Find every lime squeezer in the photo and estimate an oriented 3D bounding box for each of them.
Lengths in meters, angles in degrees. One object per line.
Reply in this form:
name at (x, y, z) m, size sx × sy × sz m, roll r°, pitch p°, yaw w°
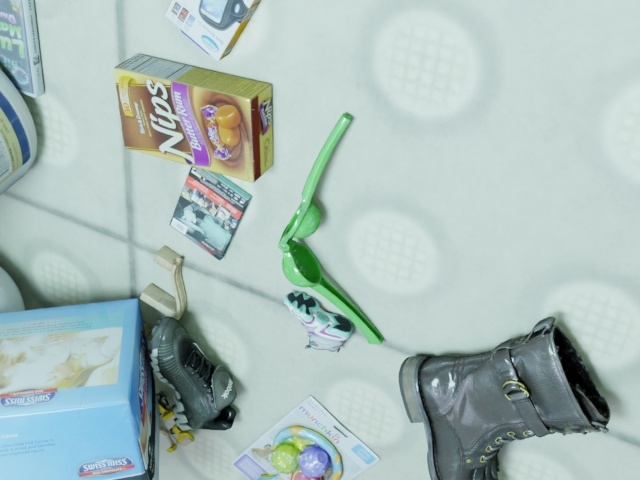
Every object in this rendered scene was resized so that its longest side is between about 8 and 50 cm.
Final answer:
lime squeezer at (0.000, 0.000, 1.021) m, size 0.109 × 0.059 × 0.310 m, roll 7°, pitch 123°, yaw 27°

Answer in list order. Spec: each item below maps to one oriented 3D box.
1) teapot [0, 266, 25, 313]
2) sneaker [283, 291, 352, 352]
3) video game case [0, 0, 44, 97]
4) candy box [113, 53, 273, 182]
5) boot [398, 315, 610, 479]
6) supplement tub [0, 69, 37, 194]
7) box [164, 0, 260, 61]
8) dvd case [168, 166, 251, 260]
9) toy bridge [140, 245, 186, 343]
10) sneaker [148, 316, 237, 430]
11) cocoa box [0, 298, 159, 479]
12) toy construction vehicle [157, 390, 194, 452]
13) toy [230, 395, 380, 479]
teapot at (-0.567, 0.120, 1.358) m, size 0.252 × 0.187 × 0.256 m, roll -5°, pitch 101°, yaw 3°
sneaker at (-0.012, 0.114, 1.116) m, size 0.098 × 0.038 × 0.069 m, roll 32°, pitch 130°, yaw 8°
video game case at (-0.445, -0.289, 1.110) m, size 0.190 × 0.022 × 0.173 m, roll 20°, pitch 129°, yaw 18°
candy box at (-0.149, -0.145, 1.014) m, size 0.186 × 0.053 × 0.109 m, roll 17°, pitch 128°, yaw 22°
boot at (0.229, 0.222, 1.013) m, size 0.229 × 0.091 × 0.263 m, roll -15°, pitch 110°, yaw 37°
supplement tub at (-0.542, -0.091, 1.086) m, size 0.228 × 0.316 × 0.228 m, roll 19°, pitch 137°, yaw 19°
box at (-0.114, -0.259, 0.932) m, size 0.081 × 0.028 × 0.136 m, roll 41°, pitch 130°, yaw 0°
dvd case at (-0.144, -0.038, 1.108) m, size 0.087 × 0.013 × 0.119 m, roll 34°, pitch 130°, yaw 6°
toy bridge at (-0.225, 0.087, 1.231) m, size 0.063 × 0.026 × 0.188 m, roll 32°, pitch 131°, yaw 5°
sneaker at (-0.173, 0.197, 1.239) m, size 0.106 × 0.078 × 0.234 m, roll 7°, pitch 134°, yaw 18°
cocoa box at (-0.408, 0.247, 1.180) m, size 0.347 × 0.231 × 0.228 m, roll -6°, pitch 122°, yaw -5°
toy construction vehicle at (-0.249, 0.292, 1.384) m, size 0.086 × 0.035 × 0.098 m, roll -37°, pitch 101°, yaw 30°
toy at (-0.036, 0.340, 1.272) m, size 0.137 × 0.056 × 0.237 m, roll 42°, pitch 132°, yaw -3°
